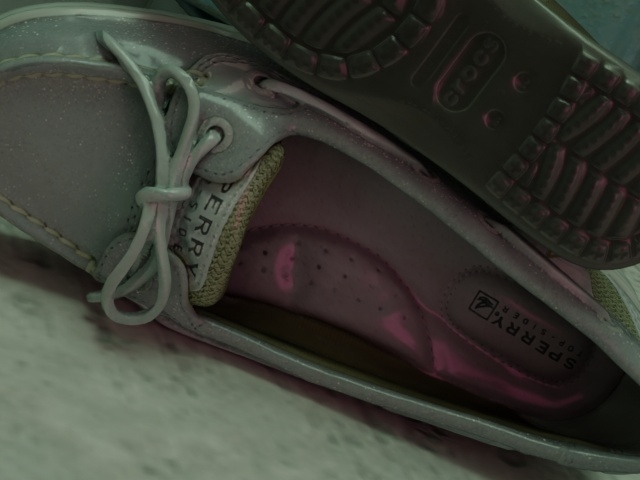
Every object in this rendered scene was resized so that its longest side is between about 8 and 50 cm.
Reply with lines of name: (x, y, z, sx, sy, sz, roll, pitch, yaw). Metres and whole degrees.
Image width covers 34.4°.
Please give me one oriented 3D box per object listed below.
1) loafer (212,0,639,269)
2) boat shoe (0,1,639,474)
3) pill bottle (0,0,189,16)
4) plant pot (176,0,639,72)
loafer: (0.039, -0.087, 0.410, 0.251, 0.094, 0.087, 44, 13, -3)
boat shoe: (0.000, 0.003, 0.414, 0.320, 0.118, 0.103, 27, 14, -11)
pill bottle: (-0.137, -0.217, 0.692, 0.204, 0.204, 0.361, 25, 19, 5)
plant pot: (0.114, -0.148, 0.612, 0.247, 0.252, 0.247, 32, -2, 25)
